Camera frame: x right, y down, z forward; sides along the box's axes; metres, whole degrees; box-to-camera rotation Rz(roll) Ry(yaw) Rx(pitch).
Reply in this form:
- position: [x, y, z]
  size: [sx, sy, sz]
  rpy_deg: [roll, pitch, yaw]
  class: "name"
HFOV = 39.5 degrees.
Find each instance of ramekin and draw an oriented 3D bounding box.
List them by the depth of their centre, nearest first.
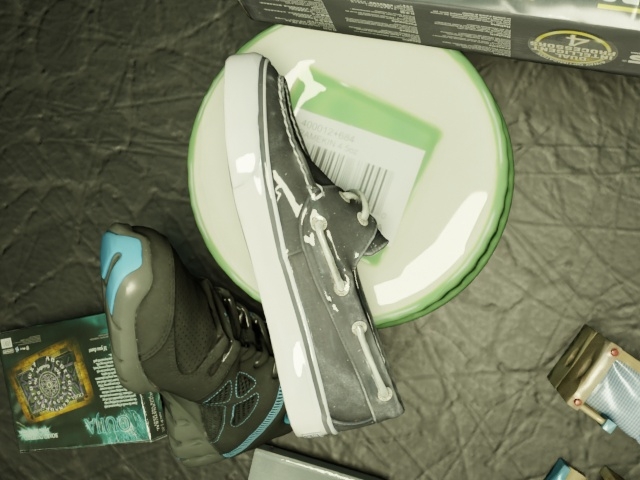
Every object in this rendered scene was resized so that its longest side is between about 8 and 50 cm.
- position: [0.027, -0.062, 0.805]
  size: [0.303, 0.148, 0.303]
  rpy_deg: [0, 91, 7]
  class: "ramekin"

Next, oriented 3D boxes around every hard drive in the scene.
- position: [-0.007, 0.260, 0.872]
  size: [0.135, 0.022, 0.094]
  rpy_deg: [15, 104, 6]
  class: "hard drive"

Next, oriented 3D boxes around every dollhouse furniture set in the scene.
- position: [0.247, 0.193, 0.794]
  size: [0.129, 0.129, 0.183]
  rpy_deg: [35, 95, 5]
  class: "dollhouse furniture set"

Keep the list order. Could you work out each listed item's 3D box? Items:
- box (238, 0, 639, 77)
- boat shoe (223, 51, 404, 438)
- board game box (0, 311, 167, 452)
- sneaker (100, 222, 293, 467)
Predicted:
- position: [0.152, -0.303, 0.674]
  size: [0.395, 0.097, 0.318]
  rpy_deg: [11, 81, 13]
  class: "box"
- position: [0.000, 0.000, 0.682]
  size: [0.102, 0.108, 0.301]
  rpy_deg: [-12, 92, 7]
  class: "boat shoe"
- position: [-0.236, 0.138, 0.865]
  size: [0.186, 0.026, 0.126]
  rpy_deg: [-12, 89, 32]
  class: "board game box"
- position: [-0.089, 0.085, 0.758]
  size: [0.140, 0.341, 0.125]
  rpy_deg: [-12, 59, 1]
  class: "sneaker"
